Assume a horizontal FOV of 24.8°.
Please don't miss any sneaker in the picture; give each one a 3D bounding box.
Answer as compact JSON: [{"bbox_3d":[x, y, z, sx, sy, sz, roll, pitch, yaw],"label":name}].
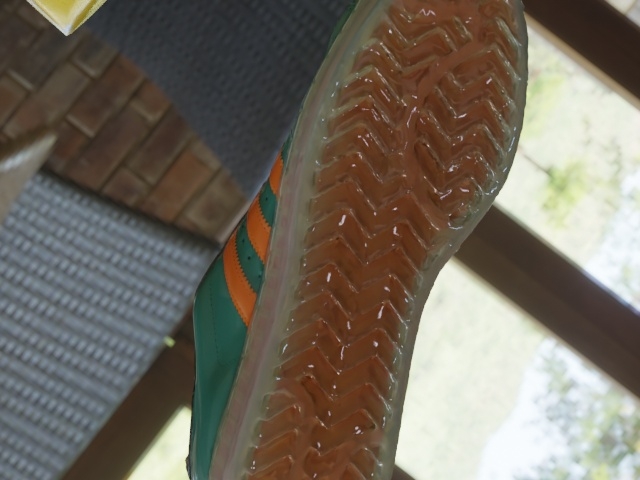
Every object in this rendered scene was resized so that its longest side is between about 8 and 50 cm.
[{"bbox_3d":[0.000,0.000,0.696,0.121,0.108,0.302,18,-93,62],"label":"sneaker"}]

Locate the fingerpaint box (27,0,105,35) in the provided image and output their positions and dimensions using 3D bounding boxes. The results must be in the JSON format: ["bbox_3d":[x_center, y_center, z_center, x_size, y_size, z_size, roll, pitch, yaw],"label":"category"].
[{"bbox_3d":[0.074,-0.309,0.384,0.371,0.163,0.444,-32,-161,49],"label":"fingerpaint box"}]
